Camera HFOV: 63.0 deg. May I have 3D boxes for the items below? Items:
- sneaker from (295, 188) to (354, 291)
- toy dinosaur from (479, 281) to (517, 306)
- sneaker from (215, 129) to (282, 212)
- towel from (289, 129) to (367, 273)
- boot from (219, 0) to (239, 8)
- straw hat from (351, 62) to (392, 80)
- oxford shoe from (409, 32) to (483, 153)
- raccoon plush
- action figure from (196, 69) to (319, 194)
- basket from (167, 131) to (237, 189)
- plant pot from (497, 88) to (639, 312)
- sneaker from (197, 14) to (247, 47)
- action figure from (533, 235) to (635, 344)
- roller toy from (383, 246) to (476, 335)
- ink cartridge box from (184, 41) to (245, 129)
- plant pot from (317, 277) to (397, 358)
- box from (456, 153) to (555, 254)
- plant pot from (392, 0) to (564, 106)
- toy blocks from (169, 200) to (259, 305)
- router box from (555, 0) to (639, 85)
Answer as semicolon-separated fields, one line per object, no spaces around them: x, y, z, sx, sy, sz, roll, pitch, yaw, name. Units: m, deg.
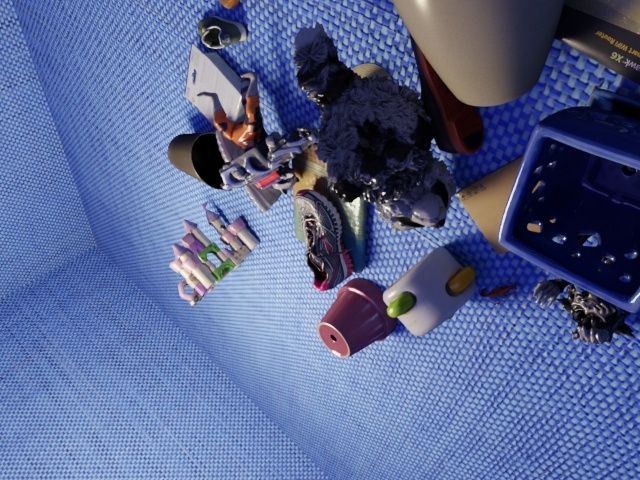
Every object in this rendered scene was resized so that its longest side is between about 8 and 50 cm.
0.000;0.000;1.430;0.120;0.112;0.299;4;121;50;sneaker
0.391;0.110;1.154;0.082;0.047;0.090;-8;149;26;toy dinosaur
-0.210;-0.226;1.567;0.281;0.115;0.105;56;174;-11;sneaker
0.024;-0.100;1.449;0.271;0.040;0.370;31;140;31;towel
-0.215;-0.702;1.169;0.264;0.096;0.280;55;156;-16;boot
0.092;-0.311;1.139;0.144;0.061;0.145;32;142;29;straw hat
0.214;-0.283;0.983;0.098;0.097;0.271;7;126;56;oxford shoe
0.133;-0.222;1.067;0.216;0.299;0.447;-22;68;21;raccoon plush
-0.135;-0.281;1.374;0.341;0.178;0.330;-14;113;28;action figure
-0.395;-0.276;1.712;0.226;0.154;0.204;22;157;45;basket
0.439;-0.077;0.778;0.236;0.212;0.236;33;143;29;plant pot
-0.284;-0.545;1.371;0.192;0.086;0.064;24;137;38;sneaker
0.481;0.106;0.959;0.164;0.140;0.276;38;152;52;action figure
0.259;0.122;1.217;0.146;0.209;0.191;49;-174;7;roller toy
-0.306;-0.435;1.540;0.224;0.045;0.223;48;147;8;ink cartridge box
0.096;0.243;1.545;0.201;0.180;0.201;33;143;29;plant pot
0.384;-0.066;1.036;0.164;0.021;0.201;55;147;-2;box
0.211;-0.324;0.686;0.256;0.256;0.274;22;154;39;plant pot
-0.437;0.034;1.930;0.260;0.288;0.309;47;150;-1;toy blocks
0.395;-0.373;0.676;0.309;0.081;0.243;40;146;20;router box
